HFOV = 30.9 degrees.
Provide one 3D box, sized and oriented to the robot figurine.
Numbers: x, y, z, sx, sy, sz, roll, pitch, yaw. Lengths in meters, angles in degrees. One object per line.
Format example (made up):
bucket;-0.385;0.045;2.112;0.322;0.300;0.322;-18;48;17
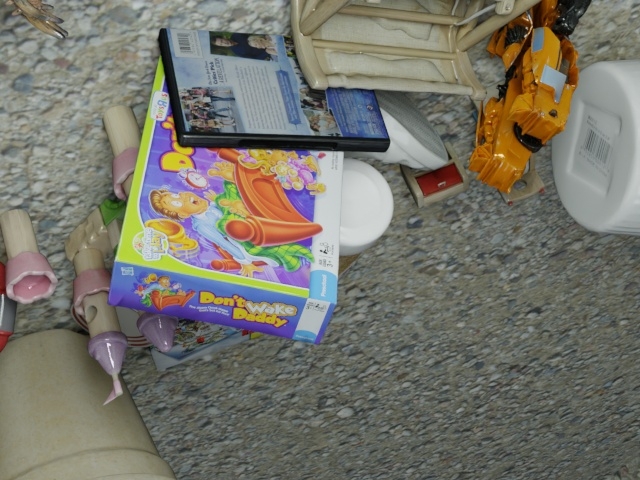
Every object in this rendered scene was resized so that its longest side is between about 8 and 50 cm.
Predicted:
robot figurine;0.266;-0.214;1.479;0.085;0.291;0.211;22;141;-11

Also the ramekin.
ramekin;0.453;-0.135;1.690;0.135;0.277;0.277;-1;141;-18

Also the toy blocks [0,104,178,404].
toy blocks;-0.210;0.034;1.517;0.288;0.260;0.309;-40;143;23

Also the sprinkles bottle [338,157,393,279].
sprinkles bottle;0.000;0.000;1.625;0.121;0.121;0.355;-13;166;-16

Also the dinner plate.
dinner plate;-0.309;0.121;1.751;0.141;0.017;0.141;11;146;7

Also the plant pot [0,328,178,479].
plant pot;-0.391;0.318;1.760;0.333;0.305;0.334;-16;146;-11

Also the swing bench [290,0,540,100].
swing bench;0.123;-0.303;1.346;0.253;0.165;0.255;-1;146;-32

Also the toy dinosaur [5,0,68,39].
toy dinosaur;-0.217;-0.280;1.073;0.127;0.295;0.200;46;68;-30

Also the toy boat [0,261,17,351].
toy boat;-0.483;0.084;1.483;0.231;0.151;0.151;11;173;-42

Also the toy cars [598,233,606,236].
toy cars;0.582;-0.151;1.917;0.176;0.087;0.394;2;142;-27

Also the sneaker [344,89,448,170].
sneaker;0.031;-0.141;1.574;0.169;0.108;0.292;-40;134;25

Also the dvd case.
dvd case;-0.056;-0.177;1.360;0.253;0.180;0.022;0;141;-20

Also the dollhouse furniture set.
dollhouse furniture set;0.220;-0.120;1.687;0.183;0.129;0.129;-21;147;-4

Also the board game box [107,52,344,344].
board game box;-0.096;-0.061;1.316;0.233;0.347;0.078;11;138;-9

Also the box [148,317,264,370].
box;-0.170;0.119;1.856;0.233;0.044;0.159;-18;146;-9
